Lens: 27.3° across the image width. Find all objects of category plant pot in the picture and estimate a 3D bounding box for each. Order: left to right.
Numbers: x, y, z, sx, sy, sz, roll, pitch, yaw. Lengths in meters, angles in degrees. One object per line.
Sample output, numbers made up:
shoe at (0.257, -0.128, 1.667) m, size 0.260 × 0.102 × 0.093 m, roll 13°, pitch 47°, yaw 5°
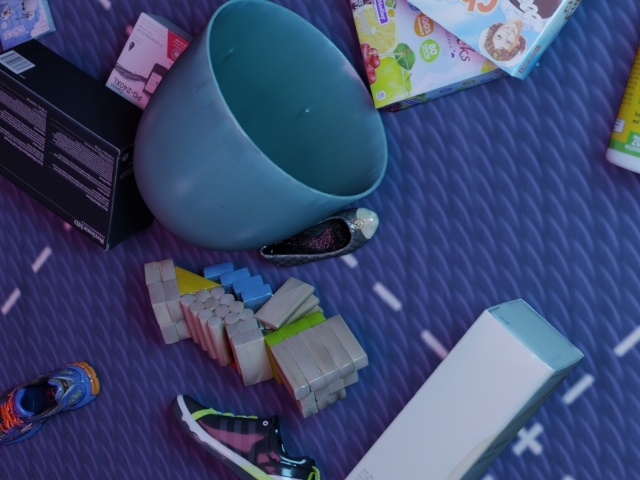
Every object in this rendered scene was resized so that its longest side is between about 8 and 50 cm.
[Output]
plant pot at (-0.099, -0.122, 1.678) m, size 0.235 × 0.293 × 0.293 m, roll -36°, pitch 76°, yaw 36°

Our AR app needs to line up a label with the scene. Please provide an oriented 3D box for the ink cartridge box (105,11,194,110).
ink cartridge box at (-0.230, -0.226, 1.846) m, size 0.109 × 0.063 × 0.150 m, roll 35°, pitch 105°, yaw 20°

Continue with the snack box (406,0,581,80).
snack box at (0.167, -0.358, 1.583) m, size 0.322 × 0.060 × 0.187 m, roll 39°, pitch 103°, yaw 19°

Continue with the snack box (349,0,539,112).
snack box at (0.152, -0.275, 1.661) m, size 0.207 × 0.070 × 0.175 m, roll -17°, pitch 83°, yaw 23°

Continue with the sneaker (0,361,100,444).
sneaker at (-0.434, 0.241, 1.944) m, size 0.221 × 0.087 × 0.083 m, roll -32°, pitch 78°, yaw 23°

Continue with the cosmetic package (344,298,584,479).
cosmetic package at (0.171, 0.226, 1.619) m, size 0.113 × 0.160 × 0.309 m, roll 44°, pitch 109°, yaw 17°

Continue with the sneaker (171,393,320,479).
sneaker at (-0.098, 0.272, 1.806) m, size 0.234 × 0.084 × 0.097 m, roll 37°, pitch 82°, yaw 19°

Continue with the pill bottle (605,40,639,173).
pill bottle at (0.424, -0.189, 1.497) m, size 0.136 × 0.136 × 0.246 m, roll 19°, pitch 99°, yaw 24°

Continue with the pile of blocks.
pile of blocks at (-0.085, 0.126, 1.782) m, size 0.362 × 0.149 × 0.113 m, roll 27°, pitch 146°, yaw 31°

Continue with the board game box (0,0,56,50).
board game box at (-0.447, -0.340, 1.970) m, size 0.090 × 0.020 × 0.090 m, roll -20°, pitch 84°, yaw 24°

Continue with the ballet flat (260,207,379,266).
ballet flat at (0.000, 0.000, 1.752) m, size 0.173 × 0.049 × 0.057 m, roll -20°, pitch 84°, yaw 24°

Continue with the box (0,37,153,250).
box at (-0.353, -0.136, 1.850) m, size 0.261 × 0.103 × 0.184 m, roll 34°, pitch 132°, yaw 20°
